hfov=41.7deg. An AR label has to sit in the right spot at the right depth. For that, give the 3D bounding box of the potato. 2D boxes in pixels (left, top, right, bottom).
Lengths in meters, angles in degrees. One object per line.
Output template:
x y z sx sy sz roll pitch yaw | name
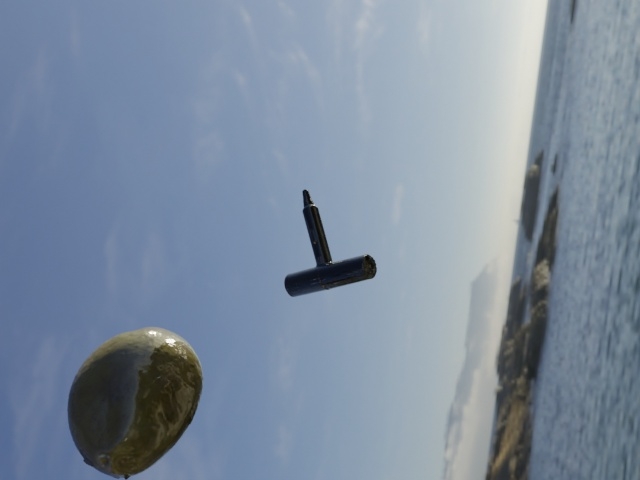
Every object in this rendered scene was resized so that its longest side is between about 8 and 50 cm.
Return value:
-0.263 0.224 1.196 0.160 0.178 0.235 46 -150 -35 | potato

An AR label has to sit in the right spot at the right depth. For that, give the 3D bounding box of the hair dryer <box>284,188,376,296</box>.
0.012 -0.008 1.502 0.050 0.173 0.194 18 -116 -55 | hair dryer
